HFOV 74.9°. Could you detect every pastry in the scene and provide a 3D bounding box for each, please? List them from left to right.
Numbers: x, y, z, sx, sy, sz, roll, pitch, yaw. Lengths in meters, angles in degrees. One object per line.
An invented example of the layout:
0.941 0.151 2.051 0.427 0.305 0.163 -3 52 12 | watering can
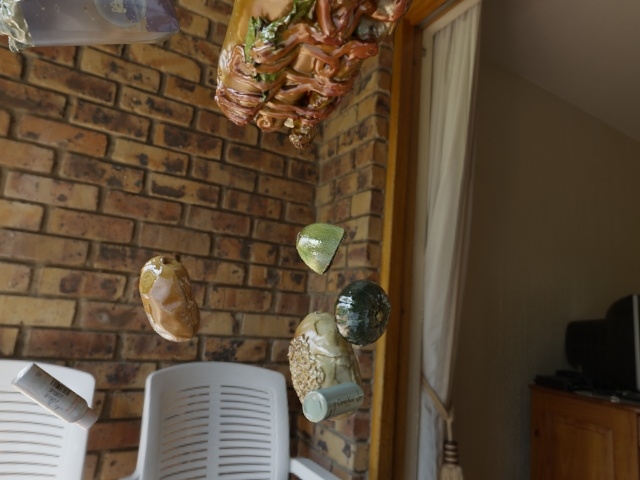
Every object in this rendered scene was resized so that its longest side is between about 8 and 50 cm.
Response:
0.008 0.479 1.586 0.245 0.410 0.409 -14 -7 -10 | pastry

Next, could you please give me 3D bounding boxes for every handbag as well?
-0.241 -0.259 0.420 0.173 0.117 0.095 -17 21 -23 | handbag

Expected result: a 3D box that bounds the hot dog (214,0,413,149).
-0.006 -0.217 0.414 0.158 0.117 0.349 8 -27 -26 | hot dog

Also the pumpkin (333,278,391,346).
0.132 0.228 1.330 0.211 0.212 0.152 14 1 -43 | pumpkin

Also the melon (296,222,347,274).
0.000 0.000 1.133 0.128 0.160 0.079 22 -35 1 | melon

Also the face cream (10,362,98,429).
-0.802 0.485 1.281 0.269 0.082 0.082 49 -30 -22 | face cream

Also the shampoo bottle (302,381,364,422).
0.057 0.478 1.255 0.085 0.085 0.262 -2 -10 36 | shampoo bottle

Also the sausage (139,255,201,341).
-0.391 0.153 1.091 0.136 0.241 0.120 -1 25 19 | sausage
